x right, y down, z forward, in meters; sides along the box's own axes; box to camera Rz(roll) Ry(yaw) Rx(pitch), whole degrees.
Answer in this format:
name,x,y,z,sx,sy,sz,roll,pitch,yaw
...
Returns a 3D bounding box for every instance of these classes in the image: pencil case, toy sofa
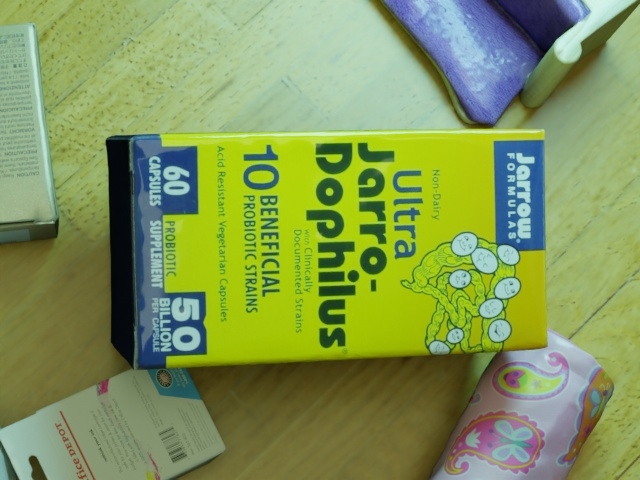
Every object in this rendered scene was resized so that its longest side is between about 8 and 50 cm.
name,x,y,z,sx,sy,sz,roll,pitch,yaw
pencil case,0.153,0.214,1.559,0.124,0.124,0.284,32,77,1
toy sofa,0.125,-0.298,1.649,0.177,0.150,0.362,-37,84,-14

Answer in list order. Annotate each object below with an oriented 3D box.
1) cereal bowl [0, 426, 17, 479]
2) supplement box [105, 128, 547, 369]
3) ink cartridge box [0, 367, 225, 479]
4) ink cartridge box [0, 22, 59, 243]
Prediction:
name,x,y,z,sx,sy,sz,roll,pitch,yaw
cereal bowl,-0.432,0.216,1.442,0.339,0.141,0.339,-1,69,1
supplement box,0.000,0.000,1.507,0.357,0.195,0.194,-2,94,-13
ink cartridge box,-0.190,0.183,1.529,0.181,0.061,0.104,-23,80,-26
ink cartridge box,-0.365,-0.088,1.575,0.235,0.088,0.193,-6,80,-9
